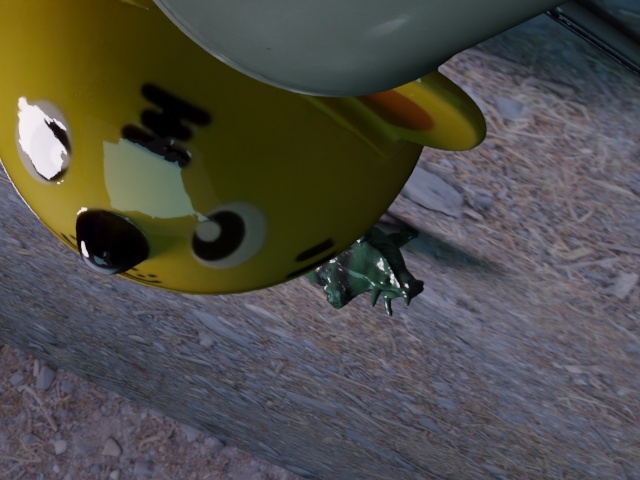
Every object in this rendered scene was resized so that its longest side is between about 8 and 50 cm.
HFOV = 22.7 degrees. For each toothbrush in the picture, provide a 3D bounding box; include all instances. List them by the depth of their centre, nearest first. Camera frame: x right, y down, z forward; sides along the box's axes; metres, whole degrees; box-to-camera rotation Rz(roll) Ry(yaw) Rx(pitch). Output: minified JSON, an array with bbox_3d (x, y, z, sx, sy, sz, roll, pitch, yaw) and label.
[{"bbox_3d":[0.292,-0.101,1.205,0.354,0.024,0.029,32,170,-11],"label":"toothbrush"}]

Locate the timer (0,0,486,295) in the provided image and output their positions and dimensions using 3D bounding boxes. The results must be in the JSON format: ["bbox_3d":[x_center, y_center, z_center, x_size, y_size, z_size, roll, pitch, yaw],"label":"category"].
[{"bbox_3d":[-0.081,-0.130,1.137,0.376,0.376,0.387,30,172,-3],"label":"timer"}]

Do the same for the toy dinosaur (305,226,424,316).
[{"bbox_3d":[0.012,-0.013,1.784,0.292,0.120,0.079,45,-173,38],"label":"toy dinosaur"}]

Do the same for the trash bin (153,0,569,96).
[{"bbox_3d":[0.071,-0.236,0.778,0.280,0.280,0.432,36,157,-21],"label":"trash bin"}]
